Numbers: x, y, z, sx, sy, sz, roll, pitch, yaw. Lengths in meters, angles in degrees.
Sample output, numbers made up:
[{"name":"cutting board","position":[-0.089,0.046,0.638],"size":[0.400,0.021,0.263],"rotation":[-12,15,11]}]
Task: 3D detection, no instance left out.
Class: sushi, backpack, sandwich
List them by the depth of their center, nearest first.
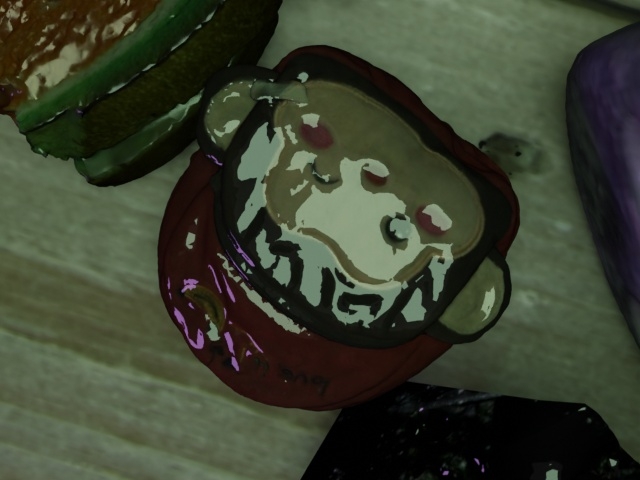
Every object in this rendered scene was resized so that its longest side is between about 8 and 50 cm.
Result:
[{"name":"sushi","position":[0.113,0.228,0.731],"size":[0.227,0.215,0.212],"rotation":[42,70,-24]},{"name":"backpack","position":[0.000,0.000,0.755],"size":[0.229,0.139,0.229],"rotation":[0,93,5]},{"name":"sandwich","position":[-0.129,-0.138,0.768],"size":[0.184,0.109,0.160],"rotation":[-39,74,4]}]

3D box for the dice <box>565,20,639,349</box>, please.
[{"name":"dice","position":[0.311,-0.030,0.696],"size":[0.270,0.271,0.270],"rotation":[-20,94,0]}]
